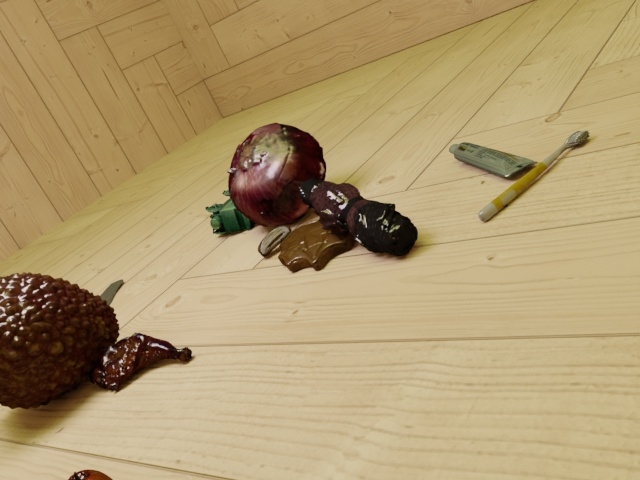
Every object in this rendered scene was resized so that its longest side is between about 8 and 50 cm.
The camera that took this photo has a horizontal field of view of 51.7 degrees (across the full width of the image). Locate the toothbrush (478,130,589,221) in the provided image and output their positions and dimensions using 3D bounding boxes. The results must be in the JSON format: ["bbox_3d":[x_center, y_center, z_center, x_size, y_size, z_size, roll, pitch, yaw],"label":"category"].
[{"bbox_3d":[0.361,-0.113,1.102,0.288,0.021,0.024,-36,12,-25],"label":"toothbrush"}]

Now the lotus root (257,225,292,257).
[{"bbox_3d":[-0.098,-0.002,1.376,0.083,0.030,0.037,-40,-9,-11],"label":"lotus root"}]

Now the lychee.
[{"bbox_3d":[-0.494,0.173,1.184,0.271,0.272,0.271,-24,19,9],"label":"lychee"}]

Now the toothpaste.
[{"bbox_3d":[0.313,-0.156,1.257,0.067,0.037,0.255,-24,22,-10],"label":"toothpaste"}]

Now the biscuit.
[{"bbox_3d":[-0.001,-0.002,1.271,0.182,0.034,0.215,-23,20,12],"label":"biscuit"}]

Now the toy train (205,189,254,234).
[{"bbox_3d":[-0.205,-0.082,1.692,0.132,0.083,0.200,-6,25,21],"label":"toy train"}]

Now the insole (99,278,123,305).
[{"bbox_3d":[-0.531,0.144,1.623,0.063,0.010,0.192,-21,19,13],"label":"insole"}]

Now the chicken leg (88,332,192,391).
[{"bbox_3d":[-0.310,0.202,1.129,0.205,0.053,0.093,-29,41,15],"label":"chicken leg"}]

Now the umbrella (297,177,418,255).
[{"bbox_3d":[0.051,-0.050,1.182,0.094,0.090,0.326,-31,31,-21],"label":"umbrella"}]

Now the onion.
[{"bbox_3d":[-0.091,-0.147,1.530,0.252,0.219,0.252,-14,67,36],"label":"onion"}]

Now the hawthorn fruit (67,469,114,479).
[{"bbox_3d":[-0.268,0.306,0.767,0.077,0.077,0.077,-24,19,9],"label":"hawthorn fruit"}]
